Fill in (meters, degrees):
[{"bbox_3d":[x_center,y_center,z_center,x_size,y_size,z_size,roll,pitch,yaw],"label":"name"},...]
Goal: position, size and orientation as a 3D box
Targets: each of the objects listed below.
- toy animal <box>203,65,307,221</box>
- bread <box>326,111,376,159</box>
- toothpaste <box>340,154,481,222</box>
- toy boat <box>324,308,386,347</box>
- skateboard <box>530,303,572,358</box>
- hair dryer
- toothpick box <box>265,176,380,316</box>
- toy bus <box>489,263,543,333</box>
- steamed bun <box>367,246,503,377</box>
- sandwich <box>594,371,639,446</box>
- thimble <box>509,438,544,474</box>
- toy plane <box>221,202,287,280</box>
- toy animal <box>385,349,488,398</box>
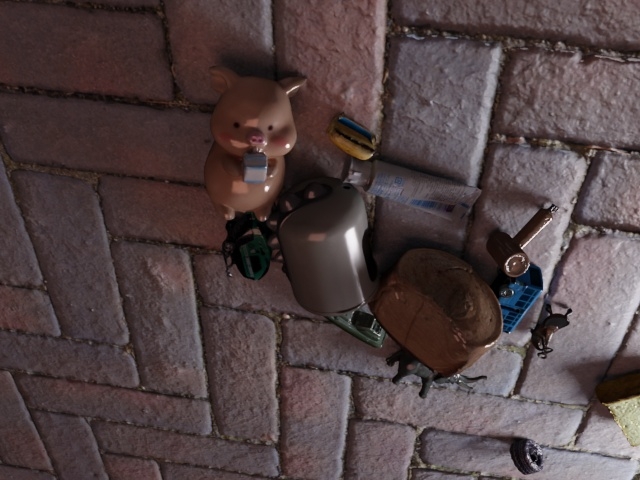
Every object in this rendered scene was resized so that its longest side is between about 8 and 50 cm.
[{"bbox_3d":[-0.147,-0.198,1.571,0.195,0.213,0.256,7,139,-15],"label":"toy animal"},{"bbox_3d":[0.063,-0.212,1.612,0.106,0.072,0.053,27,133,-16],"label":"bread"},{"bbox_3d":[0.194,-0.116,1.689,0.299,0.073,0.114,16,135,-14],"label":"toothpaste"},{"bbox_3d":[0.072,0.191,1.999,0.260,0.078,0.085,36,148,-23],"label":"toy boat"},{"bbox_3d":[0.571,0.231,1.930,0.067,0.080,0.151,11,138,-7],"label":"skateboard"},{"bbox_3d":[0.456,-0.014,1.719,0.064,0.117,0.181,35,106,-25],"label":"hair dryer"},{"bbox_3d":[0.000,0.000,1.733,0.229,0.229,0.316,-2,132,14],"label":"toothpick box"},{"bbox_3d":[0.452,0.138,1.858,0.106,0.090,0.184,15,134,-7],"label":"toy bus"},{"bbox_3d":[0.281,0.155,1.835,0.301,0.199,0.251,45,150,12],"label":"steamed bun"},{"bbox_3d":[0.886,0.441,2.062,0.226,0.087,0.251,-21,129,31],"label":"sandwich"},{"bbox_3d":[0.617,0.648,2.317,0.066,0.095,0.104,-28,137,36],"label":"thimble"},{"bbox_3d":[-0.154,-0.025,1.830,0.155,0.106,0.381,-1,133,5],"label":"toy plane"},{"bbox_3d":[0.305,0.366,2.118,0.270,0.082,0.137,20,135,-7],"label":"toy animal"}]
